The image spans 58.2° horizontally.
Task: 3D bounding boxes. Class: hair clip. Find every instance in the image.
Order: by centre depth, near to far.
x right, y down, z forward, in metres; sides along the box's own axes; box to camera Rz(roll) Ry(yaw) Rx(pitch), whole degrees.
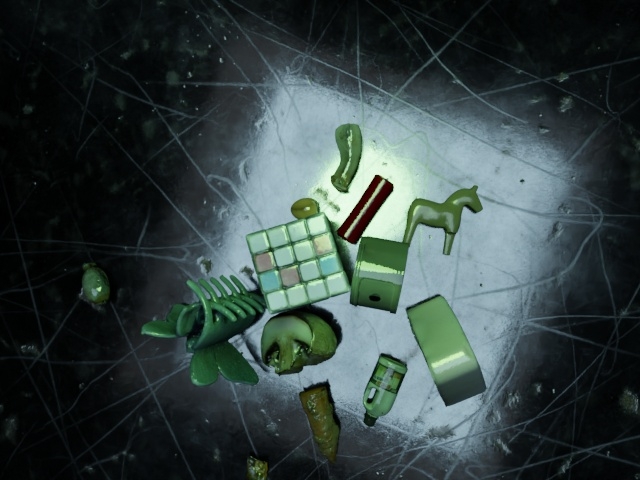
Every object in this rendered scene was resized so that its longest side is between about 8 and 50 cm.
[{"bbox_3d":[-0.331,0.254,1.773,0.392,0.318,0.238,41,104,18],"label":"hair clip"}]

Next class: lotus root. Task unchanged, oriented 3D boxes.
[{"bbox_3d":[-0.780,0.147,1.991,0.088,0.088,0.165,-24,76,6],"label":"lotus root"}]

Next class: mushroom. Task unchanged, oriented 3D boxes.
[{"bbox_3d":[-0.060,0.324,1.859,0.267,0.164,0.190,-38,56,38],"label":"mushroom"},{"bbox_3d":[0.086,-0.271,1.894,0.092,0.081,0.223,6,92,-11],"label":"mushroom"}]

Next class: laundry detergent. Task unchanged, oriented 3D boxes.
[{"bbox_3d":[0.197,0.497,1.868,0.099,0.070,0.226,23,93,-1],"label":"laundry detergent"}]

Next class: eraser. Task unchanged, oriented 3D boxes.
[{"bbox_3d":[0.401,0.372,1.777,0.150,0.331,0.331,-22,86,4],"label":"eraser"}]

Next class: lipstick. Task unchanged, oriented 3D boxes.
[{"bbox_3d":[0.147,-0.101,1.882,0.080,0.080,0.241,35,94,6],"label":"lipstick"}]

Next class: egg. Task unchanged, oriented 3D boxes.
[{"bbox_3d":[-0.051,-0.101,1.905,0.096,0.080,0.080,-6,88,3],"label":"egg"}]

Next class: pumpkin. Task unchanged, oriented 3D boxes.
[{"bbox_3d":[-0.213,0.772,1.931,0.073,0.035,0.101,6,93,18],"label":"pumpkin"}]

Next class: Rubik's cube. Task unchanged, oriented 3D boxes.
[{"bbox_3d":[-0.063,0.073,1.784,0.259,0.256,0.253,-18,86,2],"label":"Rubik's cube"}]

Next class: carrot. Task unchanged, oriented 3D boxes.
[{"bbox_3d":[0.007,0.611,1.886,0.102,0.102,0.263,-15,93,6],"label":"carrot"}]

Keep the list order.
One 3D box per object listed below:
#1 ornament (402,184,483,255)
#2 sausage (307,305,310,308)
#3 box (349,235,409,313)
[{"bbox_3d":[0.398,-0.076,1.859,0.230,0.061,0.245,13,94,5],"label":"ornament"},{"bbox_3d":[-0.087,0.104,1.928,0.032,0.033,0.269,-23,86,6],"label":"sausage"},{"bbox_3d":[0.184,0.107,1.799,0.149,0.226,0.226,10,90,7],"label":"box"}]
